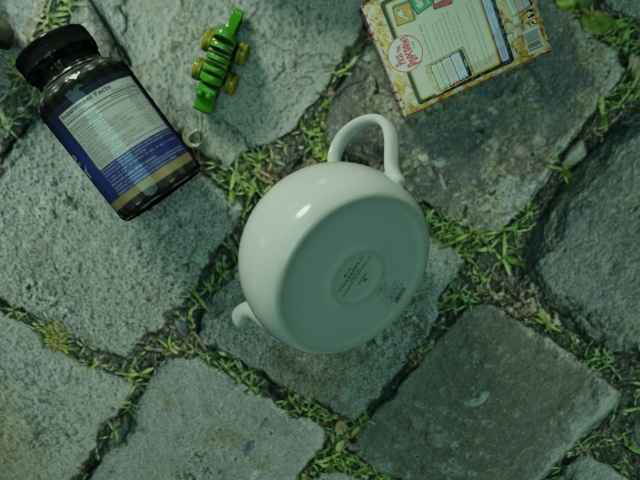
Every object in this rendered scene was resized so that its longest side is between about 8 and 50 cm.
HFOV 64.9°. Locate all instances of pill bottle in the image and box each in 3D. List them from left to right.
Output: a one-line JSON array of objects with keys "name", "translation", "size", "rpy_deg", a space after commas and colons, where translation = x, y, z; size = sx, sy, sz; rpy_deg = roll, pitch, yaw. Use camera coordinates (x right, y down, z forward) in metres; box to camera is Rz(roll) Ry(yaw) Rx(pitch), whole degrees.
[{"name": "pill bottle", "translation": [-0.260, -0.144, 0.624], "size": [0.123, 0.123, 0.219], "rpy_deg": [-33, 102, 10]}]

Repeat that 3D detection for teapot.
[{"name": "teapot", "translation": [0.000, 0.000, 0.639], "size": [0.256, 0.187, 0.252], "rpy_deg": [-24, 126, -19]}]

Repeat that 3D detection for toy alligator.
[{"name": "toy alligator", "translation": [-0.139, -0.202, 0.642], "size": [0.056, 0.051, 0.189], "rpy_deg": [23, 105, -5]}]

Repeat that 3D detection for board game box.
[{"name": "board game box", "translation": [0.165, -0.261, 0.624], "size": [0.193, 0.045, 0.147], "rpy_deg": [-23, 105, 7]}]

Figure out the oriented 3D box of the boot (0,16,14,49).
[{"name": "boot", "translation": [-0.438, -0.364, 0.588], "size": [0.246, 0.083, 0.161], "rpy_deg": [43, 96, -12]}]
